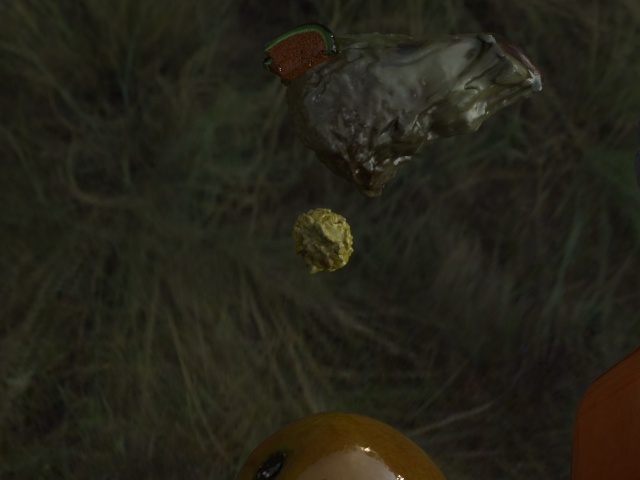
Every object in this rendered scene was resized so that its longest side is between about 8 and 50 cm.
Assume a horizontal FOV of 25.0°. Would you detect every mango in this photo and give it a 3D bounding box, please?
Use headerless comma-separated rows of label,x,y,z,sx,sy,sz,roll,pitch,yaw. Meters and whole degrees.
mango,0.052,0.318,1.456,0.221,0.378,0.264,-37,44,5

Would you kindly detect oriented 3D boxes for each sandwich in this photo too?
sandwich,-0.023,-0.207,1.592,0.101,0.026,0.069,-22,45,24

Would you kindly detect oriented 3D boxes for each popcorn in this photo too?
popcorn,0.000,0.000,1.788,0.057,0.083,0.082,-36,105,-54

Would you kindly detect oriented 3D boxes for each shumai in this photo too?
shumai,0.116,-0.215,1.854,0.283,0.346,0.217,-32,96,30

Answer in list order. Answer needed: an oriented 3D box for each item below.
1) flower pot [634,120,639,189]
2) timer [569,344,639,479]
flower pot,0.379,-0.082,1.084,0.243,0.265,0.265,-35,78,-11
timer,0.201,0.125,0.483,0.161,0.250,0.257,18,58,-14
